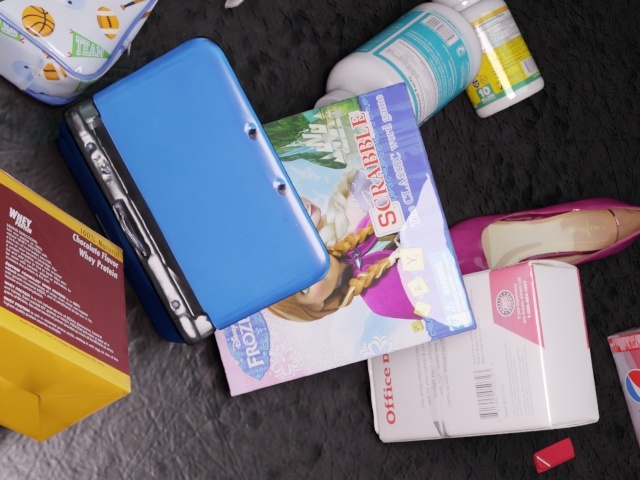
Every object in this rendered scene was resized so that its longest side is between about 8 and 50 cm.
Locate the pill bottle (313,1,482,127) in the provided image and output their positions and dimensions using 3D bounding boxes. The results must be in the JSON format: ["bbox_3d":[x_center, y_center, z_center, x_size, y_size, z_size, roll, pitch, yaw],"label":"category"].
[{"bbox_3d":[0.107,-0.228,1.443,0.264,0.146,0.146,-40,101,-33],"label":"pill bottle"}]

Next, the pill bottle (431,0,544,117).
[{"bbox_3d":[0.259,-0.311,1.580,0.117,0.117,0.209,-30,96,-35],"label":"pill bottle"}]

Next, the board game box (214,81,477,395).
[{"bbox_3d":[0.000,0.000,1.251,0.317,0.066,0.319,-17,86,7],"label":"board game box"}]

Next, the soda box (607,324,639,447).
[{"bbox_3d":[0.572,0.270,1.660,0.092,0.083,0.263,-13,86,-35],"label":"soda box"}]

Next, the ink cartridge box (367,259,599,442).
[{"bbox_3d":[0.204,0.153,1.324,0.117,0.283,0.207,5,75,-44],"label":"ink cartridge box"}]

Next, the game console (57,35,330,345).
[{"bbox_3d":[-0.155,-0.046,1.141,0.173,0.250,0.293,-28,95,-18],"label":"game console"}]

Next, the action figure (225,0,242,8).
[{"bbox_3d":[-0.206,-0.479,1.230,0.330,0.178,0.341,42,31,-33],"label":"action figure"}]

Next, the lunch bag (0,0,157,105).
[{"bbox_3d":[-0.344,-0.322,1.194,0.303,0.115,0.243,39,55,-21],"label":"lunch bag"}]

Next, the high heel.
[{"bbox_3d":[0.328,-0.002,1.508,0.377,0.181,0.127,-17,88,-35],"label":"high heel"}]

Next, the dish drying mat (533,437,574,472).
[{"bbox_3d":[0.365,0.334,1.554,0.083,0.008,0.032,-13,84,-35],"label":"dish drying mat"}]

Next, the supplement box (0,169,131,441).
[{"bbox_3d":[-0.310,0.069,1.027,0.191,0.129,0.194,40,28,-44],"label":"supplement box"}]
